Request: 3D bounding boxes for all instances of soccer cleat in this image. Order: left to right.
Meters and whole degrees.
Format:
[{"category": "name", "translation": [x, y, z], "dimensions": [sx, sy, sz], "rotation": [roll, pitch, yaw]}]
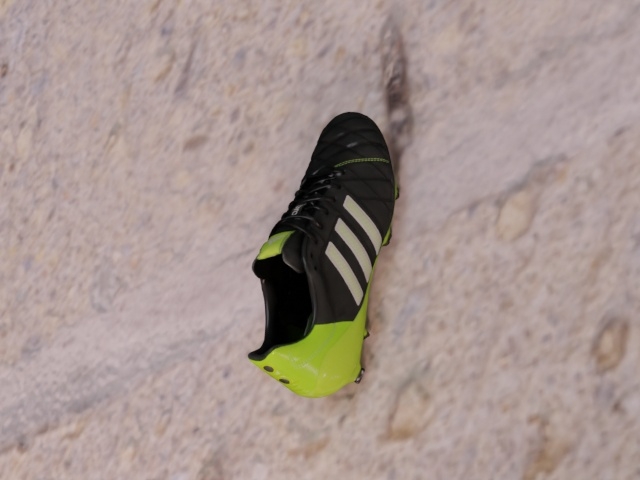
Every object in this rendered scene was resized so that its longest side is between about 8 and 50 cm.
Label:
[{"category": "soccer cleat", "translation": [0.000, 0.000, 1.094], "dimensions": [0.060, 0.072, 0.179], "rotation": [-15, 57, 41]}]
